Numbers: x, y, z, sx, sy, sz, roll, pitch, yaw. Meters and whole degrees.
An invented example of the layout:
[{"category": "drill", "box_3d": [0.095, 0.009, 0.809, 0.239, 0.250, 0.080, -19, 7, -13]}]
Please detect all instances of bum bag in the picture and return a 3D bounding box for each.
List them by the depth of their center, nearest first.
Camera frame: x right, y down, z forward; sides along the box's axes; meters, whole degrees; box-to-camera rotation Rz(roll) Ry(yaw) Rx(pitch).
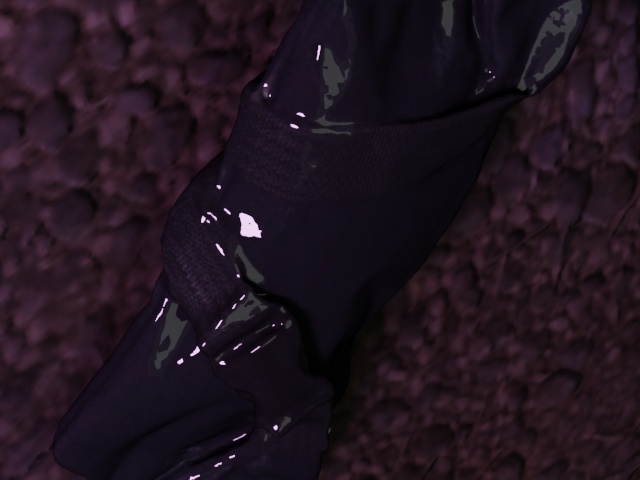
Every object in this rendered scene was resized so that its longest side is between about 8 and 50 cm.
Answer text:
[{"category": "bum bag", "box_3d": [0.000, 0.000, 0.686, 0.123, 0.060, 0.248, 4, 118, -45]}]
